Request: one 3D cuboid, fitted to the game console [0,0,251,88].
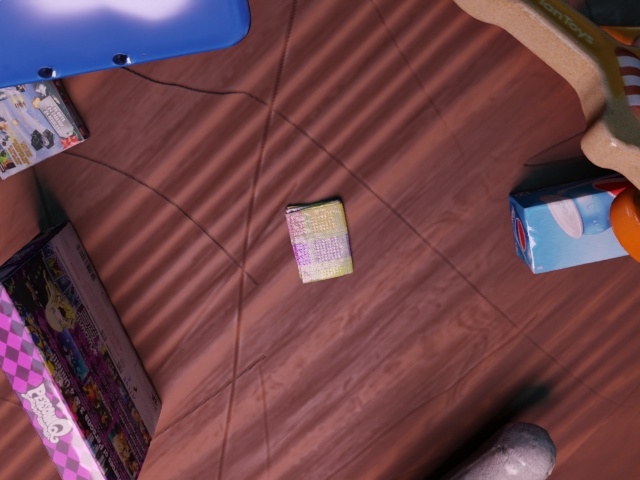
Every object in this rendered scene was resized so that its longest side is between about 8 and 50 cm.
[{"bbox_3d":[-0.225,-0.288,0.700,0.293,0.173,0.250,-11,74,-3],"label":"game console"}]

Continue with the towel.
[{"bbox_3d":[0.000,0.000,0.877,0.060,0.009,0.083,-12,106,1],"label":"towel"}]

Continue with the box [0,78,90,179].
[{"bbox_3d":[-0.300,-0.141,0.821,0.094,0.027,0.137,-24,105,6],"label":"box"}]

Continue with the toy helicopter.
[{"bbox_3d":[0.266,-0.160,0.759,0.355,0.235,0.140,38,143,-3],"label":"toy helicopter"}]

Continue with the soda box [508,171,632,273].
[{"bbox_3d":[0.303,-0.028,0.848,0.210,0.067,0.071,-12,105,1],"label":"soda box"}]

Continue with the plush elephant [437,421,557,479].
[{"bbox_3d":[0.157,0.405,0.867,0.255,0.272,0.330,45,129,1],"label":"plush elephant"}]

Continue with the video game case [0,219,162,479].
[{"bbox_3d":[-0.229,0.114,0.798,0.042,0.210,0.232,-22,105,4],"label":"video game case"}]
